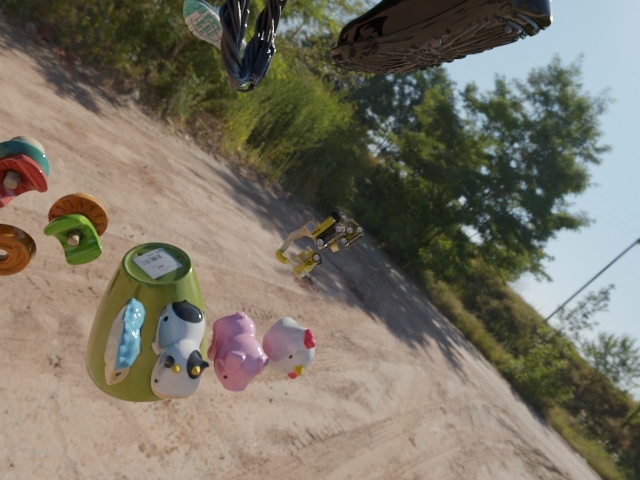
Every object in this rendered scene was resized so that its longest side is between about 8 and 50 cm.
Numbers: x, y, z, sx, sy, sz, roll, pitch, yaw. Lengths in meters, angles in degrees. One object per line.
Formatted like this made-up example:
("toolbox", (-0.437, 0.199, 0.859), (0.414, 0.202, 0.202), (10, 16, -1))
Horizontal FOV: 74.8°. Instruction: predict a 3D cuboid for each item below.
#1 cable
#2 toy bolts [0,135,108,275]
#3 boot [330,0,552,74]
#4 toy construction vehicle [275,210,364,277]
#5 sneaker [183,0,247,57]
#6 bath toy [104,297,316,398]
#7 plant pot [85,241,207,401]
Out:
("cable", (-0.091, -0.299, 0.563), (0.047, 0.184, 0.150), (23, 1, 7))
("toy bolts", (-0.530, -0.071, 0.760), (0.158, 0.218, 0.228), (-121, -163, -49))
("boot", (0.160, -0.397, 0.599), (0.348, 0.260, 0.131), (2, 6, 40))
("toy construction vehicle", (0.000, 0.000, 0.480), (0.035, 0.098, 0.086), (55, 1, 15))
("sneaker", (-0.204, -0.424, 0.811), (0.166, 0.065, 0.076), (18, 61, -65))
("bath toy", (-0.151, 0.177, 0.684), (0.348, 0.129, 0.151), (12, 67, -32))
("plant pot", (-0.376, 0.158, 0.939), (0.275, 0.293, 0.275), (13, 35, -9))
